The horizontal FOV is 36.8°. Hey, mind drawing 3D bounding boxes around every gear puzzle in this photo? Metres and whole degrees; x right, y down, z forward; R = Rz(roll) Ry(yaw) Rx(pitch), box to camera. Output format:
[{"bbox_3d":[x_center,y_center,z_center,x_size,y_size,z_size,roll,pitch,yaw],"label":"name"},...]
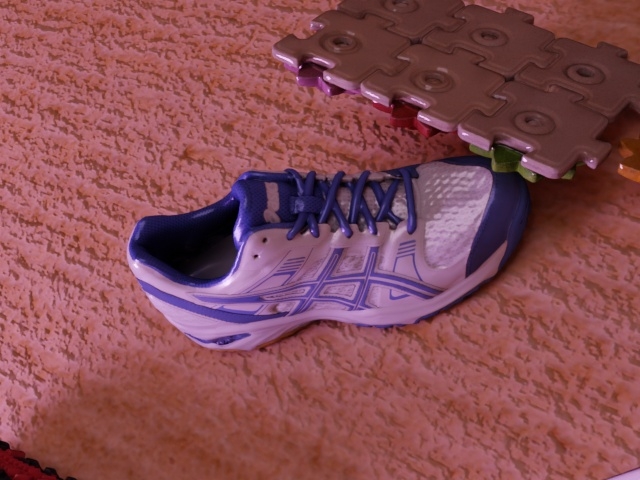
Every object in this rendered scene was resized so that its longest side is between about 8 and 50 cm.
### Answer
[{"bbox_3d":[0.143,-0.100,0.697,0.339,0.044,0.175,28,48,25],"label":"gear puzzle"}]

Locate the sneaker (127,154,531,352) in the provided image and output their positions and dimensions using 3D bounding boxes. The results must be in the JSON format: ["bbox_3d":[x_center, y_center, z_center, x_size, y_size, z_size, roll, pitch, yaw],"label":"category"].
[{"bbox_3d":[0.000,0.000,0.691,0.296,0.131,0.112,-20,53,16],"label":"sneaker"}]

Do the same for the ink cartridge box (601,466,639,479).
[{"bbox_3d":[0.214,0.128,0.480,0.181,0.104,0.061,-37,64,46],"label":"ink cartridge box"}]

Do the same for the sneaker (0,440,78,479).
[{"bbox_3d":[-0.240,0.234,0.729,0.262,0.104,0.125,15,89,39],"label":"sneaker"}]
